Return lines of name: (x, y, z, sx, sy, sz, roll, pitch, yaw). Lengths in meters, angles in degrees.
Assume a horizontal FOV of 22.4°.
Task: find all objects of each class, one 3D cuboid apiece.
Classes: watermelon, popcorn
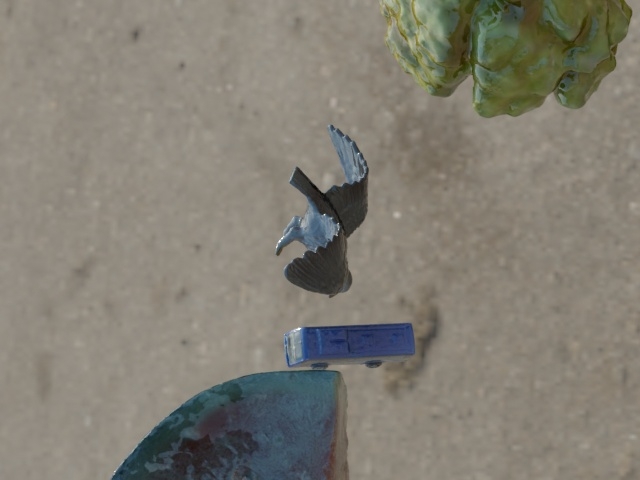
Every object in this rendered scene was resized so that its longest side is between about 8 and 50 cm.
watermelon: (-0.056, 0.254, 1.308, 0.226, 0.148, 0.318, 37, 85, 22)
popcorn: (0.192, -0.289, 1.634, 0.274, 0.279, 0.335, 74, -170, -57)

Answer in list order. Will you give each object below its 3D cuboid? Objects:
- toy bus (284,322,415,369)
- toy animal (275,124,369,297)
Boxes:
toy bus: (0.036, 0.123, 1.924, 0.061, 0.153, 0.051, 137, 129, -65)
toy animal: (-0.001, 0.000, 0.571, 0.084, 0.028, 0.050, -72, -7, -48)
